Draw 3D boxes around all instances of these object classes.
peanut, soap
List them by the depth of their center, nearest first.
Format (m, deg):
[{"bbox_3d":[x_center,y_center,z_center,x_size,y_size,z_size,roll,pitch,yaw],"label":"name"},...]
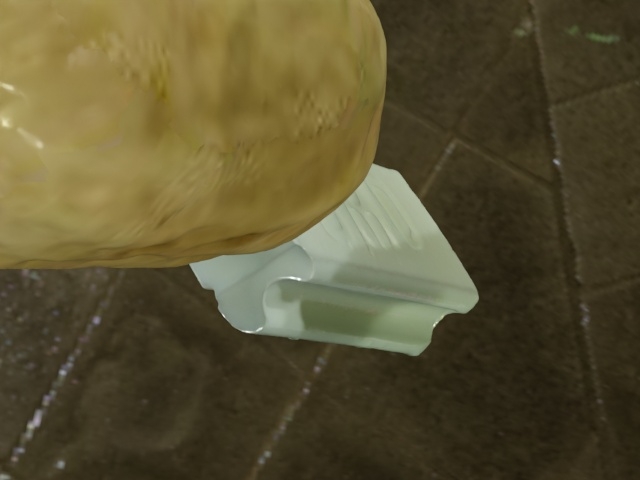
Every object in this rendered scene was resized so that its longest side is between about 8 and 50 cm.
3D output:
[{"bbox_3d":[-0.097,-0.084,0.582,0.170,0.387,0.192,0,89,28],"label":"peanut"},{"bbox_3d":[0.000,0.000,0.860,0.066,0.198,0.119,-44,62,21],"label":"soap"}]
